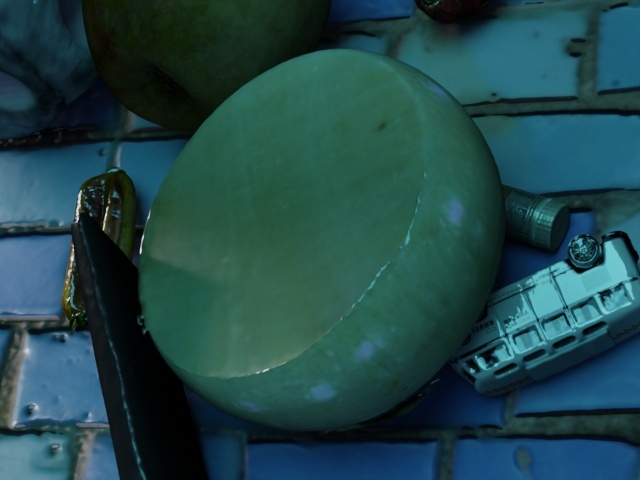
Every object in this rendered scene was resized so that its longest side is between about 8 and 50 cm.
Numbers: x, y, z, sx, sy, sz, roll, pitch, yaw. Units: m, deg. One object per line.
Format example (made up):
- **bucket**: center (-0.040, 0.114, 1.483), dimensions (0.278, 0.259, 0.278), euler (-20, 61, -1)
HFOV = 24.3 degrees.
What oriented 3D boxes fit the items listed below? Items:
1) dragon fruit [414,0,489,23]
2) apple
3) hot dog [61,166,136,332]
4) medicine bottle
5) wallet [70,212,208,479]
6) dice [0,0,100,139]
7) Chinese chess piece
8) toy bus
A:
- **dragon fruit**: center (0.162, -0.284, 1.496), dimensions (0.190, 0.094, 0.094), euler (-36, 55, -22)
- **apple**: center (-0.120, -0.240, 1.475), dimensions (0.257, 0.257, 0.234), euler (10, 58, 26)
- **hot dog**: center (-0.221, 0.013, 1.519), dimensions (0.072, 0.055, 0.188), euler (-6, 64, 24)
- **medicine bottle**: center (0.184, -0.024, 1.373), dimensions (0.083, 0.047, 0.047), euler (19, 74, 28)
- **wallet**: center (-0.151, 0.163, 1.335), dimensions (0.051, 0.197, 0.377), euler (-20, 61, 4)
- **dice**: center (-0.394, -0.326, 1.577), dimensions (0.328, 0.330, 0.348), euler (2, 67, 31)
- **Chinese chess piece**: center (0.000, 0.000, 1.327), dimensions (0.349, 0.146, 0.349), euler (-22, 51, 30)
- **toy bus**: center (0.197, 0.070, 1.302), dimensions (0.194, 0.087, 0.089), euler (-26, 63, 11)
